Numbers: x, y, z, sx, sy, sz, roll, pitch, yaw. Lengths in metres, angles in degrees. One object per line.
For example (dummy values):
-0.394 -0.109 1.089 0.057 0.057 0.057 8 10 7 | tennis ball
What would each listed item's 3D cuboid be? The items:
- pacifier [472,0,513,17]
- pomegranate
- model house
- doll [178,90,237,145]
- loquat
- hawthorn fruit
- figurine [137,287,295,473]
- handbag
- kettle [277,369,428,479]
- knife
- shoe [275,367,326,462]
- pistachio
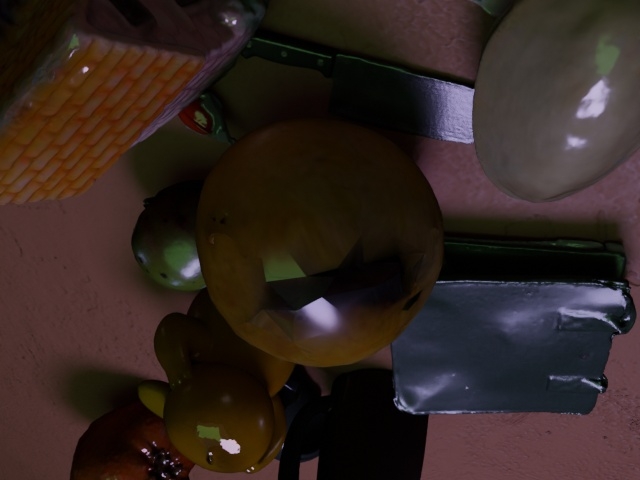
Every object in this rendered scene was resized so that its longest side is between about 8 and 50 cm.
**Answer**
0.126 -0.213 0.475 0.099 0.078 0.081 18 113 0 | pacifier
-0.124 -0.001 0.703 0.159 0.129 0.129 12 134 -11 | pomegranate
-0.199 -0.172 0.470 0.202 0.237 0.237 -29 110 29 | model house
-0.127 -0.134 0.641 0.114 0.039 0.057 41 107 -12 | doll
0.000 0.000 0.598 0.235 0.235 0.235 8 133 8 | loquat
-0.321 0.370 1.046 0.243 0.207 0.207 -16 126 37 | hawthorn fruit
-0.108 0.150 0.761 0.215 0.228 0.215 26 152 15 | figurine
0.209 0.110 0.743 0.260 0.079 0.247 2 132 12 | handbag
0.048 0.294 0.846 0.202 0.232 0.144 34 130 -15 | kettle
0.038 -0.141 0.603 0.245 0.019 0.072 15 134 -1 | knife
-0.070 0.224 0.902 0.241 0.108 0.093 37 134 -13 | shoe
0.200 -0.121 0.506 0.152 0.126 0.223 13 144 10 | pistachio
